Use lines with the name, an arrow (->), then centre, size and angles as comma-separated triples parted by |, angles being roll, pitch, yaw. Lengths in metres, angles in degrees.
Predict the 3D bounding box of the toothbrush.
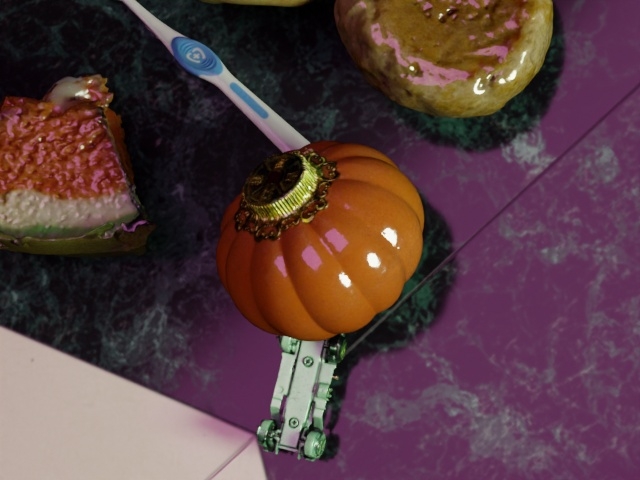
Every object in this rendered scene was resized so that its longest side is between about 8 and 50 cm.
toothbrush -> -0.132, -0.197, 1.665 | 0.386, 0.040, 0.040 | 44, 93, 13

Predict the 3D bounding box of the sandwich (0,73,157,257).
sandwich -> -0.312, -0.075, 1.653 | 0.292, 0.109, 0.212 | -7, 73, 11

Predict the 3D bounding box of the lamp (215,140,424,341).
lamp -> 0.000, 0.000, 1.510 | 0.223, 0.196, 0.223 | -22, 39, 19

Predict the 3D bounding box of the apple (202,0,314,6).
apple -> -0.066, -0.369, 1.571 | 0.257, 0.257, 0.233 | 2, 108, 15

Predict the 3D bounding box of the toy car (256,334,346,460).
toy car -> -0.017, 0.158, 1.562 | 0.073, 0.054, 0.143 | 11, 85, 14

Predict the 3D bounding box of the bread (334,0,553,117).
bread -> 0.133, -0.236, 1.548 | 0.230, 0.123, 0.230 | -1, 80, 5
